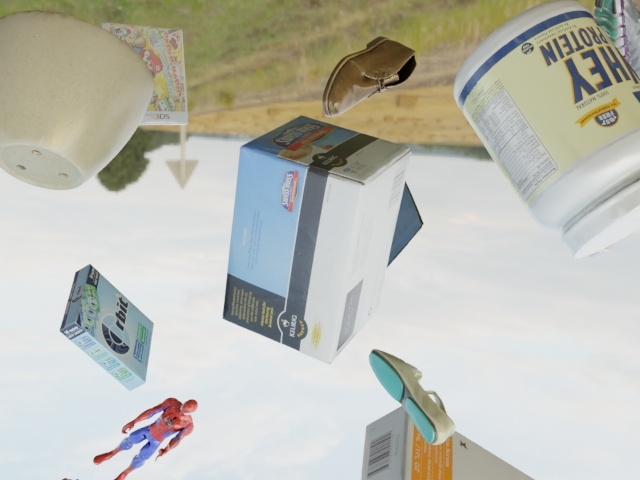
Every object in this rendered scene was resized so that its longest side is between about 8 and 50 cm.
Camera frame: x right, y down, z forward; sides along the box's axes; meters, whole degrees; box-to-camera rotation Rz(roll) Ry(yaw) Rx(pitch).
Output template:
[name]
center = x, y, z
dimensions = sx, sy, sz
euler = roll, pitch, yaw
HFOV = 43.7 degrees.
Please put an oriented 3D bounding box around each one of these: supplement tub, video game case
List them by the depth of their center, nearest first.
[supplement tub]
center = 0.371, -0.161, 1.179
dimensions = 0.235, 0.325, 0.235
euler = -26, 162, -9
[video game case]
center = -0.404, -0.383, 1.856
dimensions = 0.206, 0.227, 0.026
euler = -8, -172, -44

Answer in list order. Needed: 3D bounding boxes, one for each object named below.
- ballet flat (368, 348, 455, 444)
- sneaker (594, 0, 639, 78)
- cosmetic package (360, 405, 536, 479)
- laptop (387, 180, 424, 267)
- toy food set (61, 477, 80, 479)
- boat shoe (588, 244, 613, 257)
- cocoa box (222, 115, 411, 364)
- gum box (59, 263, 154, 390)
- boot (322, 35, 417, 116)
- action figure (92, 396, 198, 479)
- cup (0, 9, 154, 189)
[ballet flat]
center = 0.196, 0.318, 1.674
dimensions = 0.086, 0.086, 0.248
euler = -4, -134, -42
[sneaker]
center = 0.496, -0.319, 1.265
dimensions = 0.098, 0.224, 0.083
euler = -15, -145, 3
[cosmetic package]
center = 0.315, 0.604, 1.899
dimensions = 0.453, 0.161, 0.230
euler = 34, -140, -22
[laptop]
center = 0.000, 0.000, 1.844
dimensions = 0.407, 0.236, 0.382
euler = 3, -160, -2
[toy food set]
center = -0.530, 0.596, 1.721
dimensions = 0.104, 0.232, 0.111
euler = -26, -161, 6
[boat shoe]
center = 0.542, -0.051, 1.657
dimensions = 0.066, 0.184, 0.063
euler = -20, 166, -31
[cocoa box]
center = -0.011, -0.010, 1.413
dimensions = 0.228, 0.347, 0.231
euler = 20, -151, 20
[gum box]
center = -0.380, 0.156, 1.441
dimensions = 0.041, 0.184, 0.157
euler = -28, -146, 16
[boot]
center = 0.119, -0.389, 1.902
dimensions = 0.115, 0.112, 0.305
euler = 24, -127, 30
[action figure]
center = -0.343, 0.388, 1.510
dimensions = 0.280, 0.091, 0.139
euler = -40, 172, 23
[cup]
center = -0.509, -0.238, 1.539
dimensions = 0.331, 0.237, 0.331
euler = 7, 155, 3
